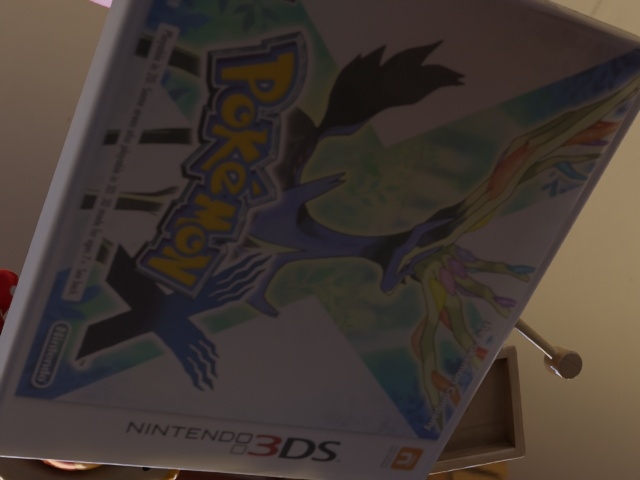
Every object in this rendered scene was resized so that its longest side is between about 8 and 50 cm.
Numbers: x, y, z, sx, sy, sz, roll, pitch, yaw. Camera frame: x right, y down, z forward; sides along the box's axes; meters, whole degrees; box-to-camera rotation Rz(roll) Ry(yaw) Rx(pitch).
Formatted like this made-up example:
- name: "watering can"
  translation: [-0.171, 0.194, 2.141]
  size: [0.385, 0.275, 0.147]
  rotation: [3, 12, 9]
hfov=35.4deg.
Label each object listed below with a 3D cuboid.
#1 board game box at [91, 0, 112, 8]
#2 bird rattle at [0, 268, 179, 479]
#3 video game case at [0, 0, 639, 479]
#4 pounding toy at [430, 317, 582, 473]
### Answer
- name: "board game box"
  translation: [-0.180, -0.317, 0.548]
  size: [0.064, 0.316, 0.242]
  rotation: [-13, -19, 40]
- name: "bird rattle"
  translation: [-0.191, 0.111, 0.746]
  size: [0.253, 0.143, 0.207]
  rotation: [-8, -66, -16]
- name: "video game case"
  translation: [0.000, 0.000, 0.558]
  size: [0.300, 0.036, 0.329]
  rotation: [12, -64, -29]
- name: "pounding toy"
  translation: [0.186, 0.151, 1.144]
  size: [0.206, 0.094, 0.181]
  rotation: [-7, -86, -14]
